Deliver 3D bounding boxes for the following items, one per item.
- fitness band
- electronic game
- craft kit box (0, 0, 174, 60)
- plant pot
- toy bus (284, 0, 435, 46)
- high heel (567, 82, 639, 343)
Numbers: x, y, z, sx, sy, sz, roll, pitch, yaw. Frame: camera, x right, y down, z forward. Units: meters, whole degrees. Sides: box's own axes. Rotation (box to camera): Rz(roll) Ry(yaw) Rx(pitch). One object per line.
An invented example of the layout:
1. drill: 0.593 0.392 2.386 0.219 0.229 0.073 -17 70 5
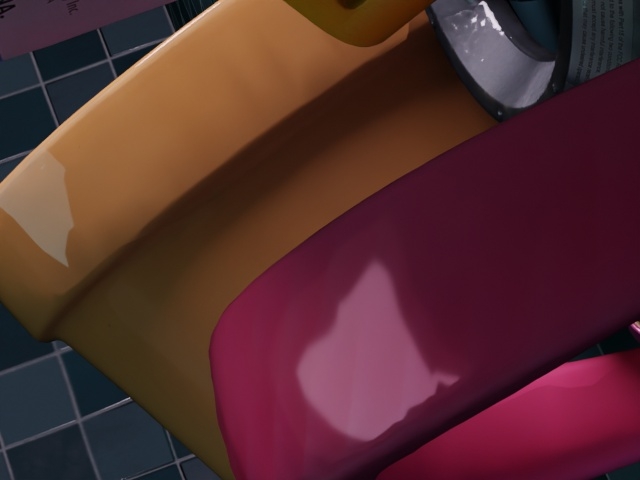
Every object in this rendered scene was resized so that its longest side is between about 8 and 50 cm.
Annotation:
1. fitness band: 0.077 0.019 0.457 0.291 0.209 0.054 90 158 -75
2. electronic game: 0.076 -0.138 0.742 0.229 0.048 0.229 164 90 -78
3. craft kit box: 0.003 -0.160 0.369 0.250 0.247 0.061 80 171 -58
4. plant pot: 0.000 0.000 0.940 0.203 0.291 0.291 53 173 4
5. toy bus: 0.052 -0.146 0.587 0.104 0.191 0.202 35 -178 -21
6. high heel: 0.100 0.007 0.669 0.244 0.117 0.082 95 154 -77
